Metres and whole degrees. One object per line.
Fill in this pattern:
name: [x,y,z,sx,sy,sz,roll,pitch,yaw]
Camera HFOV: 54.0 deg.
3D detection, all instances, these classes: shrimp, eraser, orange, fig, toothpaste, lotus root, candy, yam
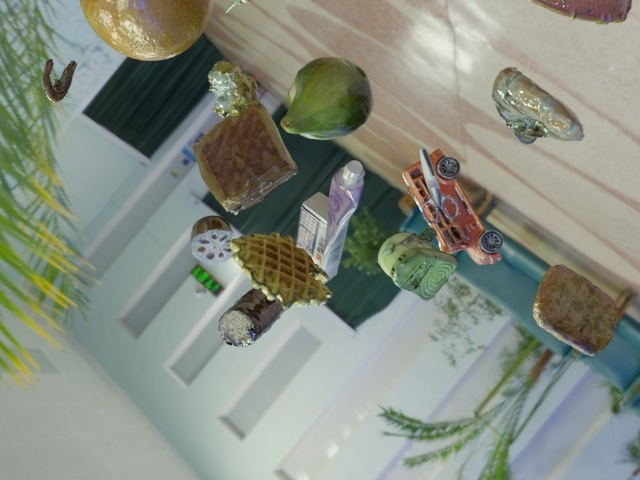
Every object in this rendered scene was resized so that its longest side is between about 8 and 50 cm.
shrimp: [-0.498,-0.321,1.201,0.023,0.114,0.083,9,148,8]
eraser: [0.000,0.000,1.819,0.124,0.081,0.278,37,145,22]
orange: [-0.346,-0.493,1.254,0.274,0.274,0.274,39,180,0]
fig: [-0.002,-0.313,1.497,0.206,0.275,0.206,20,135,21]
toothpaste: [0.034,-0.052,1.170,0.301,0.048,0.075,109,158,-61]
shrimp: [0.485,-0.284,1.408,0.221,0.110,0.446,39,-167,10]
lotus root: [-0.276,-0.003,1.589,0.122,0.112,0.081,81,164,-46]
candy: [-0.260,-0.743,1.949,0.060,0.060,0.201,39,163,-21]
yam: [-0.180,0.204,1.784,0.131,0.131,0.280,39,-158,3]

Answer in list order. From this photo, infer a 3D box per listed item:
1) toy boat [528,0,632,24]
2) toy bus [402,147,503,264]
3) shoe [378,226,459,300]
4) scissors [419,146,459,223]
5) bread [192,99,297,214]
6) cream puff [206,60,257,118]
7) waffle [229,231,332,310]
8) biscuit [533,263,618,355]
toy boat: [0.463,-0.471,1.157,0.318,0.140,0.099,7,176,-18]
toy bus: [0.349,-0.070,1.662,0.329,0.153,0.143,61,-174,4]
shoe: [0.236,0.051,1.476,0.262,0.140,0.128,13,-140,-56]
scissors: [0.251,-0.124,1.404,0.176,0.086,0.022,70,-155,-15]
bread: [-0.225,-0.243,1.947,0.324,0.278,0.167,59,-176,33]
cream puff: [-0.231,-0.408,1.674,0.121,0.156,0.156,-3,167,15]
waffle: [-0.090,0.069,1.519,0.261,0.056,0.250,46,-152,22]
biscuit: [0.450,0.125,1.104,0.247,0.118,0.029,29,168,-34]
